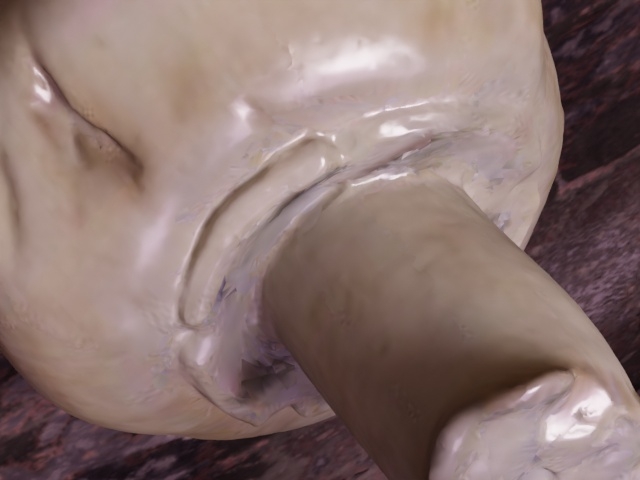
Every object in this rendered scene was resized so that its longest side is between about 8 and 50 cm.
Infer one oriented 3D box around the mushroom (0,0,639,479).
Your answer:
[{"bbox_3d":[0.000,0.000,0.825,0.314,0.336,0.314,-19,137,-19],"label":"mushroom"}]
